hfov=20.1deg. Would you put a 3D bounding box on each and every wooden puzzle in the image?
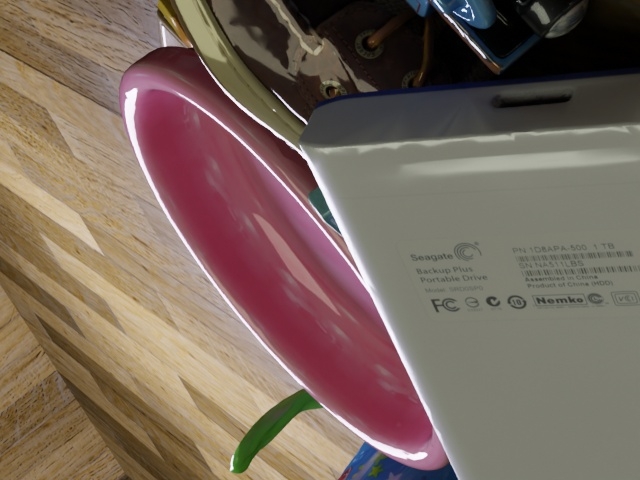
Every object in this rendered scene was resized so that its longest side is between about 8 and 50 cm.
[{"bbox_3d":[-0.093,-0.127,1.295,0.078,0.014,0.116,52,164,12],"label":"wooden puzzle"}]

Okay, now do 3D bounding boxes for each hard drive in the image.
[{"bbox_3d":[0.142,0.059,0.836,0.210,0.040,0.318,-3,132,29],"label":"hard drive"}]

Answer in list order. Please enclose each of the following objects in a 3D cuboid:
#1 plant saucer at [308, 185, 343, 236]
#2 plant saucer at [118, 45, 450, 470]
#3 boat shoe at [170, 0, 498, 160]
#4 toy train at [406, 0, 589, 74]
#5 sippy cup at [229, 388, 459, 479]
[{"bbox_3d":[0.082,0.023,0.879,0.067,0.018,0.192,-34,118,32],"label":"plant saucer"},{"bbox_3d":[0.000,0.000,1.191,0.332,0.084,0.332,46,164,18],"label":"plant saucer"},{"bbox_3d":[0.044,-0.083,0.886,0.123,0.123,0.342,-18,112,39],"label":"boat shoe"},{"bbox_3d":[0.043,-0.152,0.774,0.184,0.080,0.105,47,172,6],"label":"toy train"},{"bbox_3d":[0.066,0.259,1.317,0.305,0.224,0.240,32,154,50],"label":"sippy cup"}]
